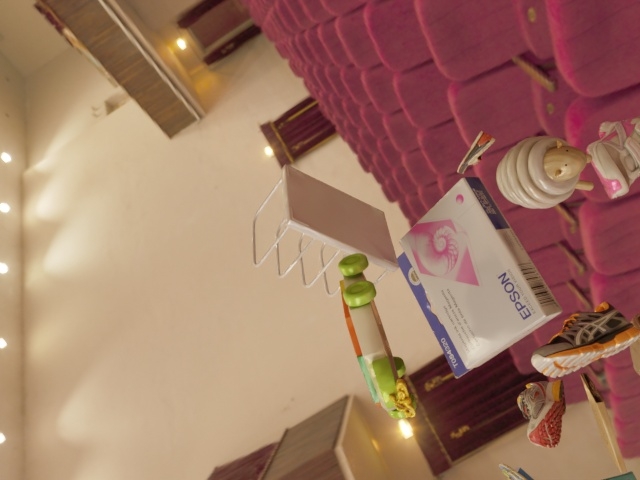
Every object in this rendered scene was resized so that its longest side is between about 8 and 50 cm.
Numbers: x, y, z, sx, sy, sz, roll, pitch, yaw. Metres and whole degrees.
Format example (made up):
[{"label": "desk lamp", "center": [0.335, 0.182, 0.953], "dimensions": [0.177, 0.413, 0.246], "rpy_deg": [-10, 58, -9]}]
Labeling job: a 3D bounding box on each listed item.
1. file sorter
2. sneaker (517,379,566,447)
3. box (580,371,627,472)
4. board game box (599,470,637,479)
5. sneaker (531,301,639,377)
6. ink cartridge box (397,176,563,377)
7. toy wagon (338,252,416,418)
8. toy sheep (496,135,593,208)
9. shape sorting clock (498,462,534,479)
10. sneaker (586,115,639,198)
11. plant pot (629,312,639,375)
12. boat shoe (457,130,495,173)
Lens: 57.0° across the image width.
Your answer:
[{"label": "file sorter", "center": [0.000, 0.000, 1.318], "dimensions": [0.278, 0.173, 0.192], "rpy_deg": [24, -146, -26]}, {"label": "sneaker", "center": [0.472, 0.375, 1.275], "dimensions": [0.225, 0.093, 0.088], "rpy_deg": [-23, -75, -61]}, {"label": "box", "center": [0.729, 0.466, 1.523], "dimensions": [0.164, 0.021, 0.201], "rpy_deg": [-52, -58, -73]}, {"label": "board game box", "center": [0.557, 0.628, 1.179], "dimensions": [0.079, 0.336, 0.253], "rpy_deg": [-60, 38, 45]}, {"label": "sneaker", "center": [0.434, 0.165, 0.992], "dimensions": [0.083, 0.215, 0.084], "rpy_deg": [64, 152, 29]}, {"label": "ink cartridge box", "center": [0.295, 0.091, 1.250], "dimensions": [0.071, 0.330, 0.324], "rpy_deg": [-5, -121, -37]}, {"label": "toy wagon", "center": [0.100, 0.189, 1.050], "dimensions": [0.344, 0.068, 0.267], "rpy_deg": [-95, -16, -68]}, {"label": "toy sheep", "center": [0.247, -0.076, 0.668], "dimensions": [0.091, 0.091, 0.132], "rpy_deg": [59, 158, 0]}, {"label": "shape sorting clock", "center": [0.603, 0.722, 1.703], "dimensions": [0.206, 0.040, 0.206], "rpy_deg": [41, 163, 15]}, {"label": "sneaker", "center": [0.578, -0.170, 1.099], "dimensions": [0.103, 0.111, 0.252], "rpy_deg": [54, -135, -17]}, {"label": "plant pot", "center": [0.798, 0.278, 1.337], "dimensions": [0.237, 0.109, 0.237], "rpy_deg": [20, -158, -8]}, {"label": "boat shoe", "center": [0.395, -0.218, 1.507], "dimensions": [0.043, 0.137, 0.049], "rpy_deg": [30, -136, 5]}]
